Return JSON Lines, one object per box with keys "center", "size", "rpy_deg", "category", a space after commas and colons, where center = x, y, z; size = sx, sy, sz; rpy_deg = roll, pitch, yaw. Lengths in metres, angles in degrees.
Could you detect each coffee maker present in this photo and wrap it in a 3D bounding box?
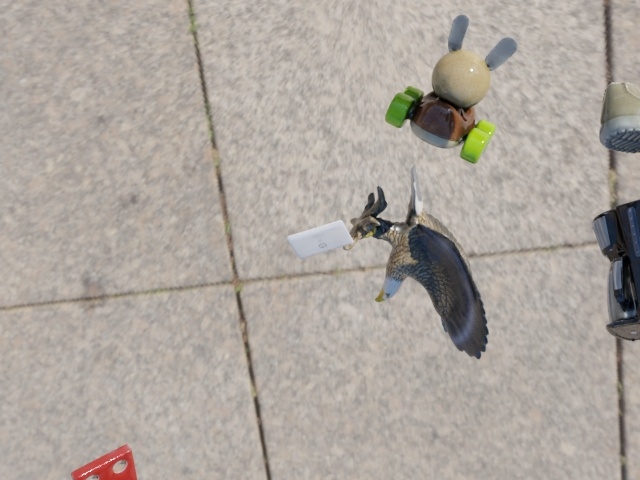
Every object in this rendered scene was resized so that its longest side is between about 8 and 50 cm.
{"center": [0.477, 0.037, 1.295], "size": [0.171, 0.120, 0.178], "rpy_deg": [-6, 67, 13], "category": "coffee maker"}

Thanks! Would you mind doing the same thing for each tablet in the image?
{"center": [0.000, 0.000, 1.302], "size": [0.083, 0.006, 0.054], "rpy_deg": [-16, 139, 13], "category": "tablet"}

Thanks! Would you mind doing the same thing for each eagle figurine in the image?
{"center": [0.181, 0.044, 1.605], "size": [0.298, 0.226, 0.225], "rpy_deg": [32, 147, -2], "category": "eagle figurine"}

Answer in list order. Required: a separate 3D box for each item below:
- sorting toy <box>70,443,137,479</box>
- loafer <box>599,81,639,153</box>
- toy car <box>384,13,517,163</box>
{"center": [-0.194, 0.263, 0.728], "size": [0.132, 0.046, 0.274], "rpy_deg": [-26, 132, -28], "category": "sorting toy"}
{"center": [0.458, -0.157, 1.201], "size": [0.251, 0.094, 0.087], "rpy_deg": [6, 70, -35], "category": "loafer"}
{"center": [0.211, -0.237, 1.398], "size": [0.155, 0.149, 0.188], "rpy_deg": [27, 113, 8], "category": "toy car"}
